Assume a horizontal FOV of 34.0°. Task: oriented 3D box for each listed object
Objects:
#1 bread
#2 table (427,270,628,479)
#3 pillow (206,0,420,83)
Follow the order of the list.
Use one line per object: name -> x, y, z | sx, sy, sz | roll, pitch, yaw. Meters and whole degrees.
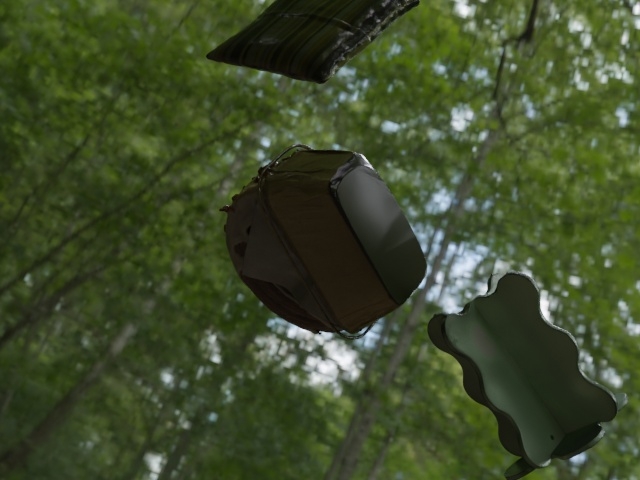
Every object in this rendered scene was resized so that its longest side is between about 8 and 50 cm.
bread -> 0.000, 0.000, 1.177 | 0.212, 0.142, 0.224 | -12, -65, 46
table -> 0.223, 0.143, 1.180 | 0.198, 0.166, 0.166 | 56, -36, 2
pillow -> -0.011, -0.280, 1.377 | 0.212, 0.208, 0.052 | 20, -40, 37
